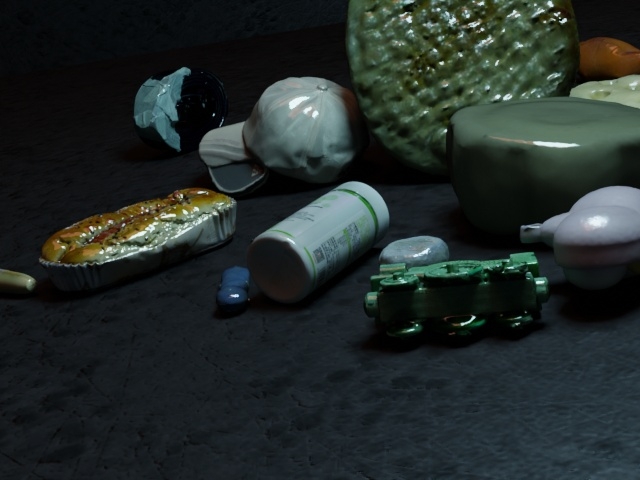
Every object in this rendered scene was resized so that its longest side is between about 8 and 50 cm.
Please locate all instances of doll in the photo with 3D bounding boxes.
[{"bbox_3d":[0.357,0.009,1.002,0.365,0.094,0.160,7,20,37],"label":"doll"},{"bbox_3d":[-0.098,0.053,1.218,0.037,0.027,0.125,-8,16,2],"label":"doll"}]

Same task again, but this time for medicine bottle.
[{"bbox_3d":[0.000,0.000,1.228,0.086,0.086,0.183,3,22,33],"label":"medicine bottle"}]

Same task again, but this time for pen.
[{"bbox_3d":[-0.454,0.051,1.397,0.233,0.032,0.040,5,47,37],"label":"pen"}]

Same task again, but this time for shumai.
[{"bbox_3d":[0.221,-0.285,1.613,0.324,0.397,0.323,-13,-4,14],"label":"shumai"}]

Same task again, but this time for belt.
[{"bbox_3d":[-0.258,-0.242,1.968,0.078,0.151,0.198,6,26,38],"label":"belt"}]

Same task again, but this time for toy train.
[{"bbox_3d":[0.132,0.050,1.042,0.178,0.071,0.104,-6,11,8],"label":"toy train"}]

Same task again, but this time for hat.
[{"bbox_3d":[-0.059,-0.170,1.659,0.275,0.161,0.232,0,16,36],"label":"hat"}]

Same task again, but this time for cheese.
[{"bbox_3d":[0.451,-0.178,1.517,0.159,0.093,0.263,-16,19,-23],"label":"cheese"}]

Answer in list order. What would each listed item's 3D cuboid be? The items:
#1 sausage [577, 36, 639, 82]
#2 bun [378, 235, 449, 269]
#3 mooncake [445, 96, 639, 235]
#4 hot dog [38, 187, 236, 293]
[{"bbox_3d":[0.529,-0.317,1.914,0.089,0.089,0.179,-21,25,-30],"label":"sausage"},{"bbox_3d":[0.103,0.023,1.170,0.083,0.045,0.083,-7,16,2],"label":"bun"},{"bbox_3d":[0.283,-0.093,1.288,0.275,0.135,0.275,-5,19,2],"label":"mooncake"},{"bbox_3d":[-0.233,-0.006,1.383,0.268,0.075,0.144,-25,27,-33],"label":"hot dog"}]
